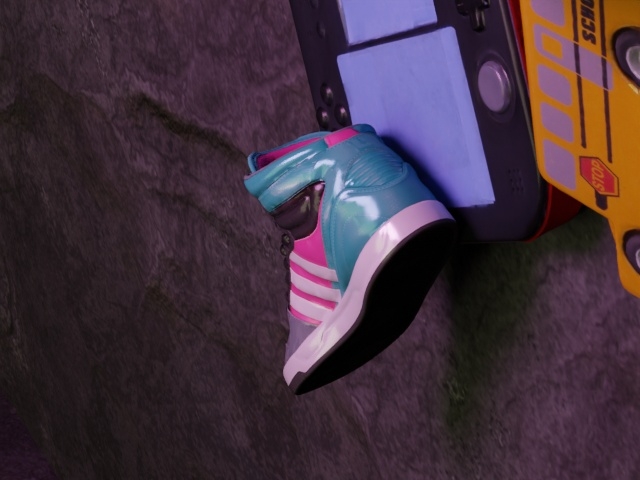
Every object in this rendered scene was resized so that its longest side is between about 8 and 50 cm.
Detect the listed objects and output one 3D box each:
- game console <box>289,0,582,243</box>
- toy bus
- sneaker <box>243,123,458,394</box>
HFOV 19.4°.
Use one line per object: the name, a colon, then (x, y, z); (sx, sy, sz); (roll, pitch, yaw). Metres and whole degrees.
game console: (0.073, -0.164, 1.545); (0.386, 0.060, 0.342); (-2, 107, 66)
toy bus: (0.198, -0.107, 1.129); (0.130, 0.108, 0.332); (32, 153, 32)
sneaker: (0.000, 0.000, 1.607); (0.178, 0.124, 0.295); (57, 147, 20)
